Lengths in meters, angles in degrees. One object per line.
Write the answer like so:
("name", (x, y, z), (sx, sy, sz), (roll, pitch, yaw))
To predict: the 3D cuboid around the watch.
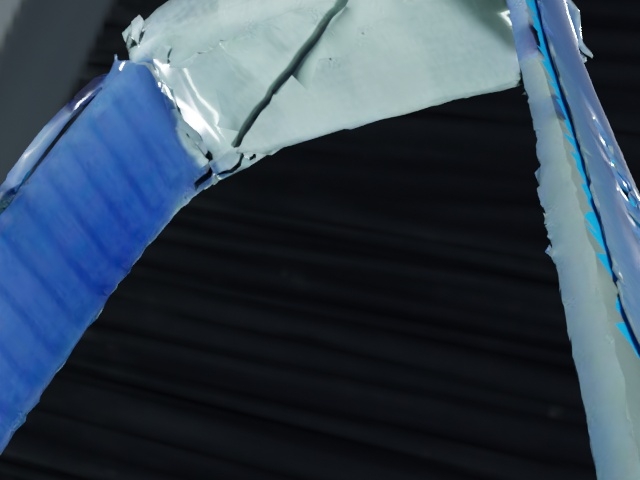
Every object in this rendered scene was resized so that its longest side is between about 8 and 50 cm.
("watch", (0.012, -0.005, 0.508), (0.068, 0.276, 0.274), (63, 39, -27))
